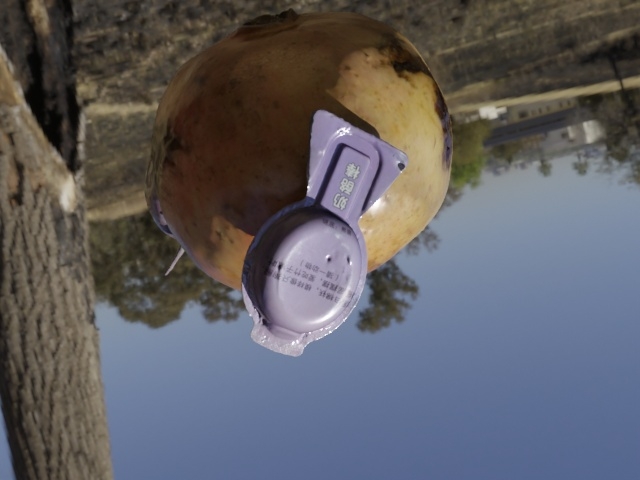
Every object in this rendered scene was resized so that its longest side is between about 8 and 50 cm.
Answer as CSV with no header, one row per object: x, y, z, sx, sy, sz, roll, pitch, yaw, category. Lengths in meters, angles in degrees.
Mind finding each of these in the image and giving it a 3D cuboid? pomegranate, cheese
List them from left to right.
-0.015,-0.091,0.801,0.322,0.322,0.322,-15,-176,1,pomegranate
0.000,0.000,0.628,0.105,0.191,0.042,26,178,-23,cheese

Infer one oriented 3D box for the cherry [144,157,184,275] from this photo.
-0.128,-0.088,1.048,0.213,0.266,0.183,-9,144,38,cherry
